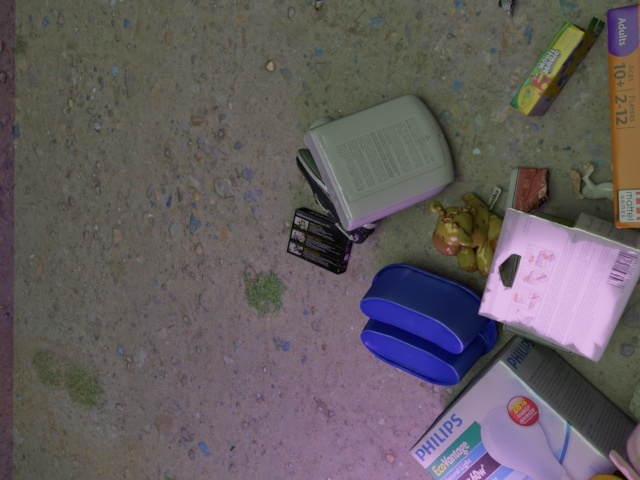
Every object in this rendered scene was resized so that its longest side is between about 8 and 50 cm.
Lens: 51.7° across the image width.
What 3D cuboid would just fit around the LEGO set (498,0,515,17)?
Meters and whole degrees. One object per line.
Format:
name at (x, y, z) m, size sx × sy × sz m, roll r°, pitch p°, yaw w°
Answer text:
LEGO set at (0.404, -0.613, 1.432) m, size 0.182 × 0.060 × 0.244 m, roll 49°, pitch 113°, yaw 19°

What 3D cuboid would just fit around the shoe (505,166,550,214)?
shoe at (0.459, -0.081, 1.456) m, size 0.081 × 0.063 × 0.178 m, roll 1°, pitch 69°, yaw 30°

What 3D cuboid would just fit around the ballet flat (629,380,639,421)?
ballet flat at (0.819, 0.330, 1.303) m, size 0.409 × 0.147 × 0.147 m, roll -9°, pitch 95°, yaw 35°

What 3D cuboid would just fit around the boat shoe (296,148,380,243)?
boat shoe at (0.026, -0.117, 1.729) m, size 0.302 × 0.114 × 0.091 m, roll 51°, pitch 129°, yaw 23°

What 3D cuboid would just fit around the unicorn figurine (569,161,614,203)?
unicorn figurine at (0.610, -0.111, 1.391) m, size 0.162 × 0.060 × 0.111 m, roll 6°, pitch 101°, yaw 52°

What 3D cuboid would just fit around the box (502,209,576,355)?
box at (0.501, 0.093, 1.419) m, size 0.169 × 0.087 × 0.290 m, roll 18°, pitch 132°, yaw 27°

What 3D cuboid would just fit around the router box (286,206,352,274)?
router box at (0.000, 0.000, 1.812) m, size 0.179 × 0.046 × 0.133 m, roll 23°, pitch 111°, yaw 27°

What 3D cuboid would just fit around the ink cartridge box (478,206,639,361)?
ink cartridge box at (0.473, 0.076, 1.311) m, size 0.261 × 0.066 × 0.296 m, roll 22°, pitch 133°, yaw 22°

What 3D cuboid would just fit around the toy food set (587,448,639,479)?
toy food set at (0.574, 0.505, 1.264) m, size 0.128 × 0.071 × 0.218 m, roll 44°, pitch 129°, yaw 39°

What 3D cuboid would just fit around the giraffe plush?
giraffe plush at (0.328, -0.020, 1.500) m, size 0.181 × 0.170 × 0.210 m, roll 20°, pitch 109°, yaw 44°

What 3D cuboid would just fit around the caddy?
caddy at (0.256, 0.194, 1.614) m, size 0.341 × 0.179 × 0.241 m, roll 21°, pitch 133°, yaw 27°

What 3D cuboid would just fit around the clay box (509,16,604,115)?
clay box at (0.492, -0.364, 1.367) m, size 0.053 × 0.127 × 0.222 m, roll 40°, pitch 118°, yaw 21°

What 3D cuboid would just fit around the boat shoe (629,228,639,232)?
boat shoe at (0.676, -0.005, 1.364) m, size 0.319 × 0.116 × 0.099 m, roll -5°, pitch 53°, yaw 41°

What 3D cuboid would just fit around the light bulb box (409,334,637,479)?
light bulb box at (0.467, 0.463, 1.502) m, size 0.361 × 0.225 × 0.358 m, roll 43°, pitch 119°, yaw 16°

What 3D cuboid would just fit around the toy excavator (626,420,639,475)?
toy excavator at (0.845, 0.454, 1.174) m, size 0.222 × 0.433 × 0.445 m, roll 93°, pitch 153°, yaw -45°

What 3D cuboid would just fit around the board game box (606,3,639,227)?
board game box at (0.710, -0.224, 1.117) m, size 0.356 × 0.356 × 0.356 m, roll 0°, pitch 100°, yaw 33°

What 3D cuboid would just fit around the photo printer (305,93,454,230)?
photo printer at (0.151, -0.193, 1.549) m, size 0.256 × 0.307 × 0.107 m, roll 66°, pitch 167°, yaw 4°

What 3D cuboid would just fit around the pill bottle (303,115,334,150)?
pill bottle at (0.065, -0.210, 1.680) m, size 0.221 × 0.121 × 0.121 m, roll 46°, pitch 121°, yaw 16°
